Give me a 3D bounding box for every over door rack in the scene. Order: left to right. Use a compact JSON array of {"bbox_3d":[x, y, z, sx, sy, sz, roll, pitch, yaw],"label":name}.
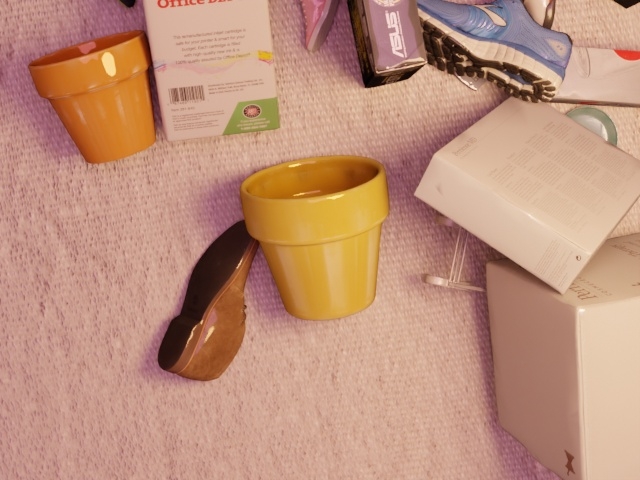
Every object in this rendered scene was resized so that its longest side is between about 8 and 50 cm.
[{"bbox_3d":[0.351,-0.008,1.926,0.324,0.108,0.239,11,93,-19],"label":"over door rack"}]

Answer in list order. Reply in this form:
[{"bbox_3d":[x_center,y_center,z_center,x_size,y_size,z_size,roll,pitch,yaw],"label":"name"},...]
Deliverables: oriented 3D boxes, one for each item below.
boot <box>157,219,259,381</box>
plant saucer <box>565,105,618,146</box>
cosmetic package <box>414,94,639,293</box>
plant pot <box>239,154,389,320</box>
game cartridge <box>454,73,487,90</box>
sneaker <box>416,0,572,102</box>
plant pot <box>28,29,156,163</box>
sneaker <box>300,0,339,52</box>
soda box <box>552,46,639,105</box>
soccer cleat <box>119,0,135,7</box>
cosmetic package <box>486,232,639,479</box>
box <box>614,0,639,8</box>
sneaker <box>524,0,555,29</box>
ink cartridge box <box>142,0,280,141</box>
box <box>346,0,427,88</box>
[{"bbox_3d":[-0.176,0.110,1.904,0.115,0.112,0.305,29,86,-35],"label":"boot"},{"bbox_3d":[0.490,-0.188,1.958,0.119,0.021,0.119,0,94,-5],"label":"plant saucer"},{"bbox_3d":[0.365,-0.096,1.754,0.284,0.377,0.097,37,128,14],"label":"cosmetic package"},{"bbox_3d":[0.000,0.000,1.833,0.254,0.254,0.239,-9,109,-4],"label":"plant pot"},{"bbox_3d":[0.271,-0.317,1.938,0.056,0.017,0.083,-44,95,-4],"label":"game cartridge"},{"bbox_3d":[0.291,-0.367,1.869,0.330,0.130,0.147,27,71,16],"label":"sneaker"},{"bbox_3d":[-0.371,-0.240,1.814,0.205,0.205,0.188,-17,109,-3],"label":"plant pot"},{"bbox_3d":[-0.013,-0.410,1.898,0.070,0.051,0.134,24,105,16],"label":"sneaker"},{"bbox_3d":[0.542,-0.294,1.921,0.286,0.091,0.098,4,93,-5],"label":"soda box"},{"bbox_3d":[-0.356,-0.499,1.854,0.072,0.060,0.179,-20,93,20],"label":"soccer cleat"},{"bbox_3d":[0.533,0.189,1.780,0.394,0.329,0.327,-10,105,-14],"label":"cosmetic package"},{"bbox_3d":[0.556,-0.581,1.900,0.184,0.103,0.261,30,90,-2],"label":"box"},{"bbox_3d":[0.335,-0.499,1.897,0.145,0.090,0.270,-6,90,-3],"label":"sneaker"},{"bbox_3d":[-0.184,-0.324,1.798,0.201,0.117,0.278,-7,122,-4],"label":"ink cartridge box"},{"bbox_3d":[0.087,-0.464,1.765,0.097,0.318,0.395,-11,95,-2],"label":"box"}]
